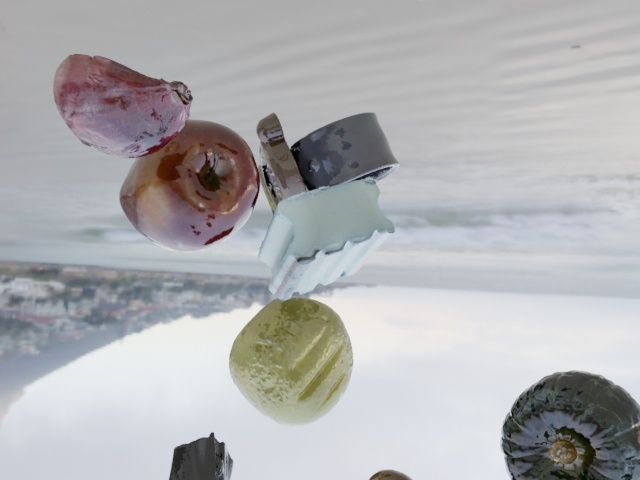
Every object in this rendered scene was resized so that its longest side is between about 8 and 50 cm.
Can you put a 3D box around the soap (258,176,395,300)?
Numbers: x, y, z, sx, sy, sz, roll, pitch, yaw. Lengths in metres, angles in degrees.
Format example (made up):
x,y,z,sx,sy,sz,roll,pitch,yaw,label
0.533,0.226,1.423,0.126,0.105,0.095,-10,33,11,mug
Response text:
x,y,z,sx,sy,sz,roll,pitch,yaw,label
0.000,0.000,1.053,0.150,0.094,0.261,-20,168,-16,soap

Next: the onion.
x,y,z,sx,sy,sz,roll,pitch,yaw,label
-0.350,-0.226,1.329,0.284,0.120,0.227,-2,150,35,onion

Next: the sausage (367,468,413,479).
x,y,z,sx,sy,sz,roll,pitch,yaw,label
0.243,0.633,1.348,0.123,0.500,0.136,-35,154,-9,sausage

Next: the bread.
x,y,z,sx,sy,sz,roll,pitch,yaw,label
-0.062,0.301,1.866,0.237,0.320,0.321,18,-174,33,bread

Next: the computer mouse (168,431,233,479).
x,y,z,sx,sy,sz,roll,pitch,yaw,label
-0.217,0.471,1.325,0.088,0.264,0.147,-4,152,33,computer mouse

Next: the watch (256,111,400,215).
x,y,z,sx,sy,sz,roll,pitch,yaw,label
0.021,-0.193,1.938,0.327,0.313,0.335,-22,175,-12,watch

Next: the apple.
x,y,z,sx,sy,sz,roll,pitch,yaw,label
-0.287,-0.113,1.645,0.288,0.287,0.317,5,164,-37,apple

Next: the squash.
x,y,z,sx,sy,sz,roll,pitch,yaw,label
0.430,0.345,1.248,0.252,0.252,0.165,0,-175,42,squash
